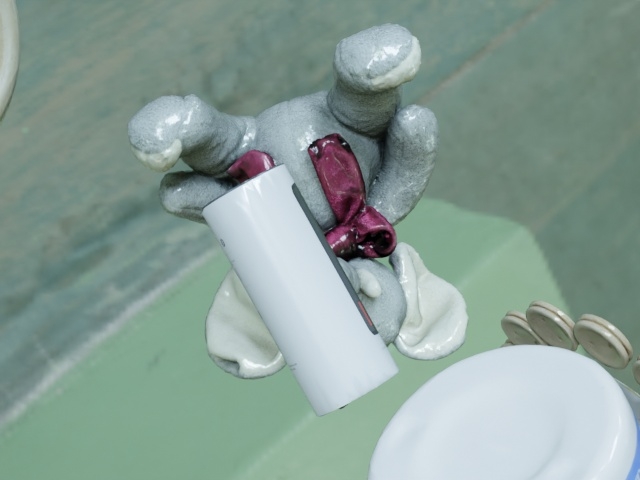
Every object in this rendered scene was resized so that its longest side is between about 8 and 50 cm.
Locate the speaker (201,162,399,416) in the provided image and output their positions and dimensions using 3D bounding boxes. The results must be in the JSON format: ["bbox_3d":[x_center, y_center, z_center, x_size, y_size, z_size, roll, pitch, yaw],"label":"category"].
[{"bbox_3d":[-0.011,0.029,0.919,0.055,0.055,0.136,-29,89,-35],"label":"speaker"}]

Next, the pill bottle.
[{"bbox_3d":[0.074,0.103,0.486,0.078,0.078,0.137,-49,129,-26],"label":"pill bottle"}]

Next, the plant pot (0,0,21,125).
[{"bbox_3d":[-0.273,-0.108,0.885,0.284,0.191,0.284,-13,106,-49],"label":"plant pot"}]

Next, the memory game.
[{"bbox_3d":[0.179,0.102,0.958,0.012,0.186,0.186,-46,120,-19],"label":"memory game"}]

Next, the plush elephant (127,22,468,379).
[{"bbox_3d":[0.000,0.000,1.528,0.330,0.272,0.255,63,12,-70],"label":"plush elephant"}]
